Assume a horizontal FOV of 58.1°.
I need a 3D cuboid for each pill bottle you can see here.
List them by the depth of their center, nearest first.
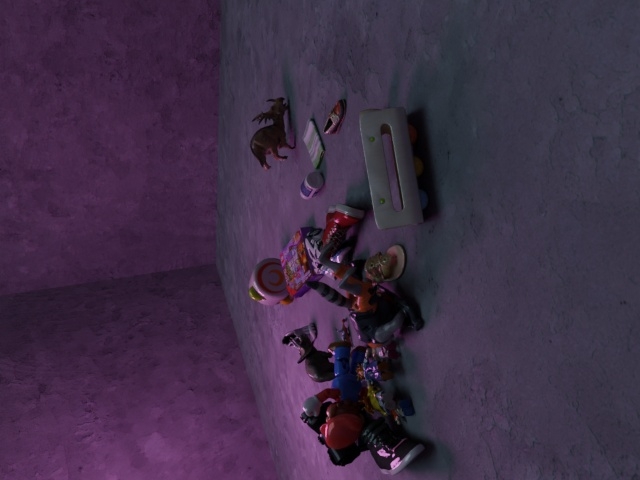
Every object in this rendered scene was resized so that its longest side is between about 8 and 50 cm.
[{"bbox_3d":[-0.035,-0.193,2.070,0.120,0.067,0.067,131,128,-65],"label":"pill bottle"}]

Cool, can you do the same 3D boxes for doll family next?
[{"bbox_3d":[0.162,0.410,1.675,0.163,0.118,0.263,138,121,-67],"label":"doll family"}]

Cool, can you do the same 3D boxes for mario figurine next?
[{"bbox_3d":[0.057,0.486,1.799,0.170,0.198,0.321,76,-160,-55],"label":"mario figurine"}]

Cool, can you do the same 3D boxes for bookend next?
[{"bbox_3d":[0.121,0.600,1.945,0.157,0.072,0.156,-143,48,-63],"label":"bookend"}]

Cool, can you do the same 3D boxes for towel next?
[{"bbox_3d":[-0.026,-0.343,2.050,0.113,0.023,0.152,111,146,-56],"label":"towel"}]

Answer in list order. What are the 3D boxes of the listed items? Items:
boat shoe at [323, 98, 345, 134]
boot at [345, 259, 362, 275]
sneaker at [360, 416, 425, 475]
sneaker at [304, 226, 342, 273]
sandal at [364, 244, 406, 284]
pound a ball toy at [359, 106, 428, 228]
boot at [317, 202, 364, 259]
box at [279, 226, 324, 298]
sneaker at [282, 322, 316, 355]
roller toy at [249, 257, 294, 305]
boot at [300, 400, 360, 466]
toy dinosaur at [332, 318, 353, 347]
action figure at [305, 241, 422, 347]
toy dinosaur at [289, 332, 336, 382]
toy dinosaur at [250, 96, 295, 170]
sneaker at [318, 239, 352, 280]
[{"bbox_3d":[0.044,-0.384,1.804,0.137,0.043,0.049,113,146,-54],"label":"boat shoe"},{"bbox_3d":[0.110,0.113,1.816,0.121,0.045,0.099,140,122,-76],"label":"boot"},{"bbox_3d":[0.192,0.573,1.634,0.147,0.104,0.296,55,157,14],"label":"sneaker"},{"bbox_3d":[0.000,0.000,2.006,0.235,0.094,0.153,97,149,-62],"label":"sneaker"},{"bbox_3d":[0.157,0.081,1.614,0.240,0.079,0.088,132,127,-66],"label":"sandal"},{"bbox_3d":[0.179,-0.191,1.416,0.208,0.135,0.319,3,-102,-84],"label":"pound a ball toy"},{"bbox_3d":[0.056,-0.020,1.758,0.244,0.088,0.176,174,114,-78],"label":"boot"},{"bbox_3d":[-0.079,0.094,2.298,0.293,0.057,0.201,131,129,-59],"label":"box"},{"bbox_3d":[-0.102,0.424,2.416,0.229,0.132,0.086,105,150,-49],"label":"sneaker"},{"bbox_3d":[-0.215,0.186,2.558,0.146,0.209,0.191,123,148,-64],"label":"roller toy"},{"bbox_3d":[0.046,0.636,1.890,0.207,0.094,0.246,47,-178,22],"label":"boot"},{"bbox_3d":[0.089,0.317,2.002,0.090,0.047,0.082,14,105,34],"label":"toy dinosaur"},{"bbox_3d":[0.093,0.165,1.573,0.330,0.178,0.341,55,164,-26],"label":"action figure"},{"bbox_3d":[0.006,0.462,2.083,0.313,0.160,0.121,-127,34,-56],"label":"toy dinosaur"},{"bbox_3d":[-0.211,-0.405,2.263,0.127,0.296,0.200,-12,127,47],"label":"toy dinosaur"},{"bbox_3d":[0.070,0.069,1.905,0.083,0.071,0.191,40,140,2],"label":"sneaker"}]
